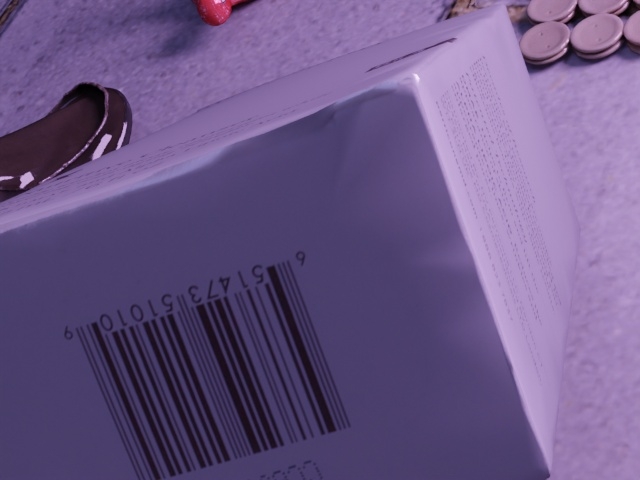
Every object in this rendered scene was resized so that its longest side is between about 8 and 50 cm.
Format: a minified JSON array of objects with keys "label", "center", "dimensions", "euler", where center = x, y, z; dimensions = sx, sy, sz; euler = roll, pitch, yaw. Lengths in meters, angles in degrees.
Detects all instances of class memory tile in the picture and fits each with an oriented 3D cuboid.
[{"label":"memory tile","center":[0.200,-0.178,0.941],"dimensions":[0.113,0.012,0.148],"euler":[-6,47,27]}]

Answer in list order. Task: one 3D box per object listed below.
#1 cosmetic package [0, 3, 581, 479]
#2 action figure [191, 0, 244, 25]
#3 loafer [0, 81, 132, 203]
[{"label":"cosmetic package","center":[0.000,0.000,0.648],"dimensions":[0.217,0.156,0.385],"euler":[-18,10,14]},{"label":"action figure","center":[-0.083,-0.303,1.146],"dimensions":[0.091,0.139,0.280],"euler":[-12,48,24]},{"label":"loafer","center":[-0.228,-0.047,1.024],"dimensions":[0.080,0.078,0.220],"euler":[16,60,41]}]
